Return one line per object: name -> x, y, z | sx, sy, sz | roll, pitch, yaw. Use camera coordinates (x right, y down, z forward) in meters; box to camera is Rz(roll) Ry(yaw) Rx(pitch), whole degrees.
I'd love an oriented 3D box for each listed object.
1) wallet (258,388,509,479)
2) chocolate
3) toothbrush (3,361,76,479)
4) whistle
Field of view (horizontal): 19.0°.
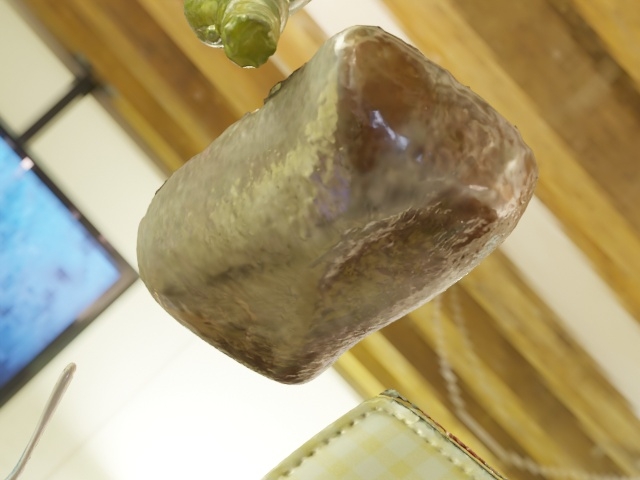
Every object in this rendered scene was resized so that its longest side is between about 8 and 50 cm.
wallet -> -0.012, 0.229, 0.995 | 0.223, 0.309, 0.077 | 42, -26, 31
chocolate -> 0.000, 0.000, 1.269 | 0.185, 0.100, 0.303 | 31, -42, -20
toothbrush -> -0.215, 0.157, 1.351 | 0.017, 0.162, 0.014 | 29, -8, -16
whistle -> -0.041, -0.153, 1.280 | 0.057, 0.104, 0.198 | 60, 9, -20
